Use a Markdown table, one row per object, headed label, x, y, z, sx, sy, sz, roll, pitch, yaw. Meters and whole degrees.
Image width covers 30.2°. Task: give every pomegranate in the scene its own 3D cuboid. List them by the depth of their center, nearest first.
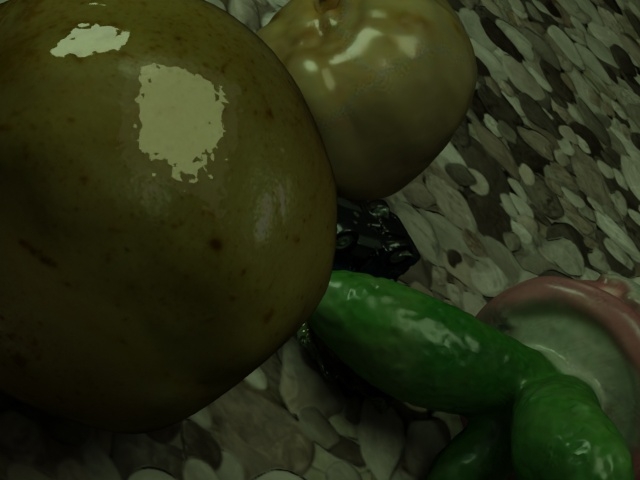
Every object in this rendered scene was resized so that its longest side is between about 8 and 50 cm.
| label | x | y | z | sx | sy | sz | roll | pitch | yaw |
| --- | --- | --- | --- | --- | --- | --- | --- | --- | --- |
| pomegranate | -0.149 | -0.030 | 0.781 | 0.319 | 0.319 | 0.319 | 30 | 37 | -25 |

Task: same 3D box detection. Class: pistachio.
| label | x | y | z | sx | sy | sz | roll | pitch | yaw |
| --- | --- | --- | --- | --- | --- | --- | --- | --- | --- |
| pistachio | 0.049 | -0.165 | 1.215 | 0.321 | 0.229 | 0.238 | -33 | 123 | -62 |

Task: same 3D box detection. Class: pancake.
| label | x | y | z | sx | sy | sz | roll | pitch | yaw |
| --- | --- | --- | --- | --- | --- | --- | --- | --- | --- |
| pancake | 0.026 | 0.094 | 1.090 | 0.129 | 0.022 | 0.116 | 36 | 34 | -27 |

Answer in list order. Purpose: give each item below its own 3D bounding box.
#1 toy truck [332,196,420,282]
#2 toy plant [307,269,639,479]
| label | x | y | z | sx | sy | sz | roll | pitch | yaw |
| --- | --- | --- | --- | --- | --- | --- | --- | --- | --- |
| toy truck | 0.000 | 0.000 | 1.097 | 0.201 | 0.088 | 0.074 | 15 | 36 | -44 |
| toy plant | 0.186 | 0.129 | 1.083 | 0.317 | 0.211 | 0.356 | 36 | 27 | 28 |
